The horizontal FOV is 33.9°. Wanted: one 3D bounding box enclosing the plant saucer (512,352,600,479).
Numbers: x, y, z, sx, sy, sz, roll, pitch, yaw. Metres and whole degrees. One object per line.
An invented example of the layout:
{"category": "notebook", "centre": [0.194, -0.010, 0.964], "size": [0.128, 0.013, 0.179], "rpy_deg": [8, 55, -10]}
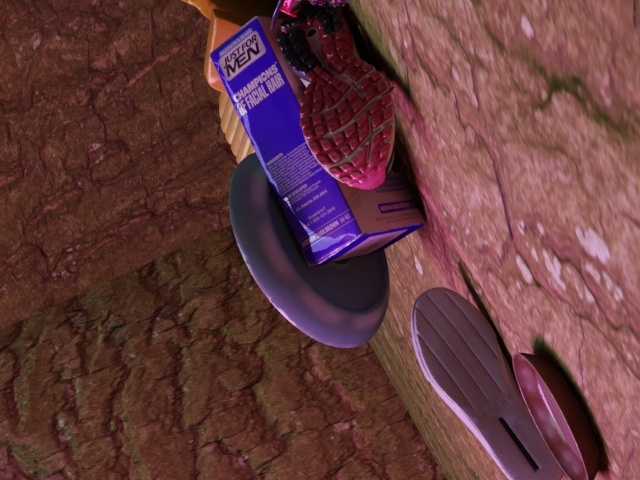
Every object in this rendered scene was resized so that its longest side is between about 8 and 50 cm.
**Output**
{"category": "plant saucer", "centre": [0.266, 0.196, 1.173], "size": [0.168, 0.029, 0.168], "rpy_deg": [64, 175, 9]}

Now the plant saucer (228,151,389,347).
{"category": "plant saucer", "centre": [0.000, 0.000, 1.502], "size": [0.318, 0.044, 0.317], "rpy_deg": [34, -140, -34]}

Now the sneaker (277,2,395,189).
{"category": "sneaker", "centre": [0.039, -0.181, 1.337], "size": [0.112, 0.121, 0.299], "rpy_deg": [47, -158, -48]}

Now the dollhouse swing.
{"category": "dollhouse swing", "centre": [-0.179, -0.295, 1.788], "size": [0.315, 0.305, 0.347], "rpy_deg": [16, -148, -36]}

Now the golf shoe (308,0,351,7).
{"category": "golf shoe", "centre": [0.006, -0.334, 1.227], "size": [0.186, 0.068, 0.086], "rpy_deg": [61, -144, -77]}

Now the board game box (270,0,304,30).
{"category": "board game box", "centre": [-0.021, -0.330, 1.342], "size": [0.033, 0.133, 0.169], "rpy_deg": [25, 180, -4]}

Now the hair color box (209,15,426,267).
{"category": "hair color box", "centre": [-0.001, -0.143, 1.483], "size": [0.185, 0.110, 0.338], "rpy_deg": [-11, -109, -56]}

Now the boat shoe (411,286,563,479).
{"category": "boat shoe", "centre": [0.211, 0.203, 1.389], "size": [0.302, 0.109, 0.094], "rpy_deg": [61, 177, 18]}
